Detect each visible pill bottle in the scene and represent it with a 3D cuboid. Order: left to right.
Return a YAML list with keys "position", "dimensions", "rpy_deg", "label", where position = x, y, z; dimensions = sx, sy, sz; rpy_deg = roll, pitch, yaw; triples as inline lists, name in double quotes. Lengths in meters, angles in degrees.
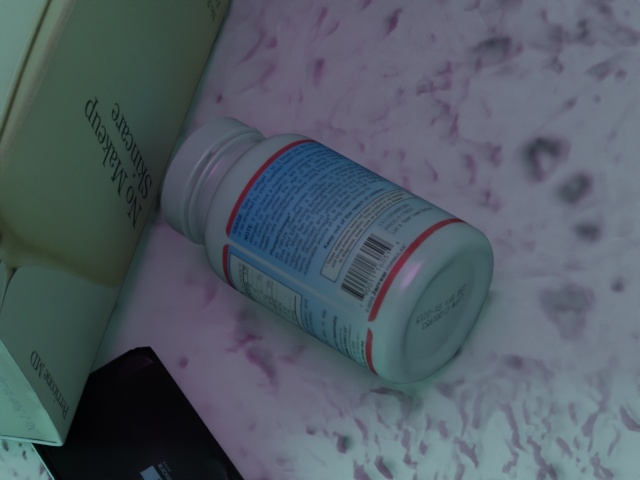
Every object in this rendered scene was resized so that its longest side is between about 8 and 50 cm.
- position: [0.000, 0.000, 0.958]
  dimensions: [0.160, 0.087, 0.087]
  rpy_deg: [30, 71, 28]
  label: "pill bottle"

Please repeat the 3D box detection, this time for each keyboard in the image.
- position: [-0.087, 0.140, 0.934]
  dimensions: [0.108, 0.023, 0.180]
  rpy_deg: [-31, 56, -13]
  label: "keyboard"

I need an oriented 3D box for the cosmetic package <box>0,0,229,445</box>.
- position: [-0.154, -0.069, 0.985]
  dimensions: [0.113, 0.160, 0.309]
  rpy_deg: [4, 57, 18]
  label: "cosmetic package"
